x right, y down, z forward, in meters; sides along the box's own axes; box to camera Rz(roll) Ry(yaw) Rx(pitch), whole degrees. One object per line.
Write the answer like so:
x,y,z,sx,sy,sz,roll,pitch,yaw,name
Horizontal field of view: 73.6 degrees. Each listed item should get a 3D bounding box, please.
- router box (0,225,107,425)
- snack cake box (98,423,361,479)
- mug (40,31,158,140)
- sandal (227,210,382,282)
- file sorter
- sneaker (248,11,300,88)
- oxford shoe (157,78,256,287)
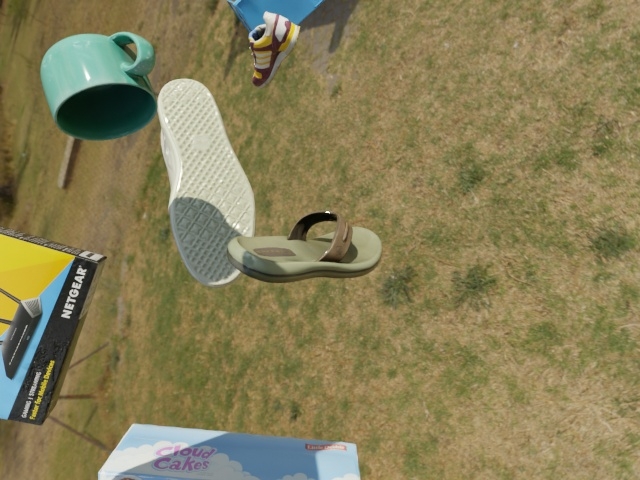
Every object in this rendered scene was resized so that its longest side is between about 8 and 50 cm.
-0.315,0.082,0.429,0.046,0.133,0.178,-153,82,-74,router box
-0.095,0.304,0.469,0.089,0.265,0.152,-92,8,-81,snack cake box
-0.289,-0.217,0.580,0.158,0.129,0.097,-23,80,-4,mug
0.000,0.001,0.651,0.120,0.303,0.086,27,110,36,sandal
-0.104,-0.534,0.950,0.170,0.118,0.104,-41,41,3,file sorter
-0.116,-0.394,0.885,0.185,0.084,0.069,-32,44,52,sneaker
-0.241,-0.117,0.890,0.130,0.169,0.448,132,124,-63,oxford shoe
